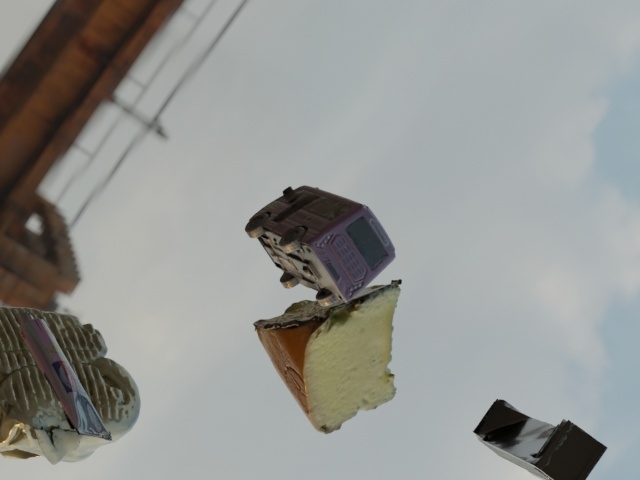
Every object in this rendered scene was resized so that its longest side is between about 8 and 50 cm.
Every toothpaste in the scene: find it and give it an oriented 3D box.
[{"bbox_3d":[-0.251,0.130,1.559,0.028,0.045,0.170,-48,-126,14],"label":"toothpaste"}]

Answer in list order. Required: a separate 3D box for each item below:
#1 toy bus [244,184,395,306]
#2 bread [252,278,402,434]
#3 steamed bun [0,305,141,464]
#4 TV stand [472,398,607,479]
[{"bbox_3d":[0.000,0.000,1.656,0.098,0.087,0.178,-40,-158,-13],"label":"toy bus"},{"bbox_3d":[0.009,0.090,1.770,0.169,0.140,0.160,52,-29,32],"label":"bread"},{"bbox_3d":[-0.338,0.187,1.898,0.211,0.218,0.144,58,-48,37],"label":"steamed bun"},{"bbox_3d":[0.182,0.171,1.386,0.049,0.040,0.256,-54,-176,-4],"label":"TV stand"}]
